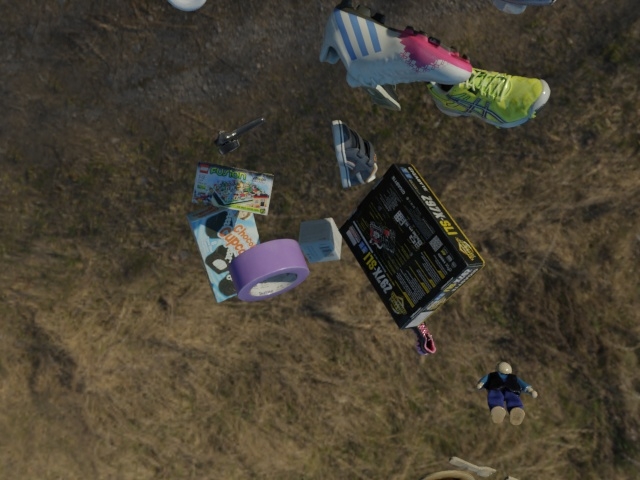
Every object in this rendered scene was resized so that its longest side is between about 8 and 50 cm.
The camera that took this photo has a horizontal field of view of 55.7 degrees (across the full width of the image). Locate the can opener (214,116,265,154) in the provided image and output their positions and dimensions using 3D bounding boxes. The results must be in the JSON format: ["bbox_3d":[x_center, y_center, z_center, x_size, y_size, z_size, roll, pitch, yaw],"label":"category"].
[{"bbox_3d":[-0.262,-0.351,1.967,0.186,0.059,0.073,-34,112,-7],"label":"can opener"}]

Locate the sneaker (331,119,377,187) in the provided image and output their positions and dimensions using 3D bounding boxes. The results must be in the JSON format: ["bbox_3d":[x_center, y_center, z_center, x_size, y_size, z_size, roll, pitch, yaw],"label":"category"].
[{"bbox_3d":[0.109,-0.280,1.915,0.127,0.126,0.321,-9,158,6],"label":"sneaker"}]

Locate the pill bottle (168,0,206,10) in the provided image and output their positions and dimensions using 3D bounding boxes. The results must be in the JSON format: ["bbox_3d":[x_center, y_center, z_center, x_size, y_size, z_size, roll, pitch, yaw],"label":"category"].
[{"bbox_3d":[-0.276,-0.587,1.331,0.103,0.184,0.103,4,133,5],"label":"pill bottle"}]

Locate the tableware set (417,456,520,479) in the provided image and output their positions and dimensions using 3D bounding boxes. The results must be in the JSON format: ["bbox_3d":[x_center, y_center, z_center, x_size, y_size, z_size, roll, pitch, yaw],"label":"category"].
[{"bbox_3d":[0.213,0.368,0.842,0.194,0.039,0.128,27,124,-25],"label":"tableware set"}]

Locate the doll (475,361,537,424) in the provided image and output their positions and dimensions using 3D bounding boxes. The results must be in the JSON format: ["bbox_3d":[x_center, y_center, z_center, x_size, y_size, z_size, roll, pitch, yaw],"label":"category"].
[{"bbox_3d":[0.404,0.326,1.316,0.129,0.189,0.046,2,110,11],"label":"doll"}]

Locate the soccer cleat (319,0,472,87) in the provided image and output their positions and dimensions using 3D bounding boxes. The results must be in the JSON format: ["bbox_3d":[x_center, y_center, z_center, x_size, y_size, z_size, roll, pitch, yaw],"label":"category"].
[{"bbox_3d":[0.129,-0.329,1.117,0.116,0.331,0.143,0,121,-48],"label":"soccer cleat"}]

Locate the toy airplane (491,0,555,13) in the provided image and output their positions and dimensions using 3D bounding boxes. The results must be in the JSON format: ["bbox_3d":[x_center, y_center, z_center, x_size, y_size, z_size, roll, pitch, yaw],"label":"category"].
[{"bbox_3d":[0.313,-0.513,0.897,0.386,0.272,0.384,11,155,-33],"label":"toy airplane"}]

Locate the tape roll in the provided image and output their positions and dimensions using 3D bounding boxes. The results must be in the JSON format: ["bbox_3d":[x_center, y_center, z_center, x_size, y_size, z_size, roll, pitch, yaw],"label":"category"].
[{"bbox_3d":[-0.128,0.076,1.509,0.189,0.080,0.189,-19,159,-8],"label":"tape roll"}]

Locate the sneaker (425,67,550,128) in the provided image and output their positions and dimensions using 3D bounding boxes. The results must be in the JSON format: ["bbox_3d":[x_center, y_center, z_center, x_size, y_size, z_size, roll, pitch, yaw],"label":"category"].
[{"bbox_3d":[0.452,-0.412,1.705,0.147,0.145,0.384,27,172,-42],"label":"sneaker"}]

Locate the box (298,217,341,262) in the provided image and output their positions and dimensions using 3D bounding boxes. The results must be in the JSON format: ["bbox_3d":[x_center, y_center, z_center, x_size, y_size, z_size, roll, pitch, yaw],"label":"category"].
[{"bbox_3d":[0.000,0.000,1.773,0.102,0.087,0.101,-7,144,19],"label":"box"}]

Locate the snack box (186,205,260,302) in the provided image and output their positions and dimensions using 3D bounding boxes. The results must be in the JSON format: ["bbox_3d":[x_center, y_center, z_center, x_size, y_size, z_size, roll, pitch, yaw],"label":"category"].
[{"bbox_3d":[-0.281,0.027,1.886,0.187,0.060,0.322,-23,129,-16],"label":"snack box"}]

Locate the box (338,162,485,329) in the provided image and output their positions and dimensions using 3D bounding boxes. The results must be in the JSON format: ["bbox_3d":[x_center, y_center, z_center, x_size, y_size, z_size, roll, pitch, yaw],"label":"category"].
[{"bbox_3d":[0.207,0.012,1.473,0.079,0.322,0.257,-4,143,-43],"label":"box"}]

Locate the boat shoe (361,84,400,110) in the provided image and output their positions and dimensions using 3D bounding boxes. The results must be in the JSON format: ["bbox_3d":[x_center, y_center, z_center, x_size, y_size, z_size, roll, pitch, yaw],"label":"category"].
[{"bbox_3d":[0.167,-0.389,1.550,0.084,0.079,0.233,20,179,21],"label":"boat shoe"}]

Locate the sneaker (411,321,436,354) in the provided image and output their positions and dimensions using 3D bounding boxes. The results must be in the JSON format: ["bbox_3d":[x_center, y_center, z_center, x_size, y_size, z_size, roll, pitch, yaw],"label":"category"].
[{"bbox_3d":[0.261,0.235,1.535,0.047,0.119,0.057,-22,-175,-19],"label":"sneaker"}]

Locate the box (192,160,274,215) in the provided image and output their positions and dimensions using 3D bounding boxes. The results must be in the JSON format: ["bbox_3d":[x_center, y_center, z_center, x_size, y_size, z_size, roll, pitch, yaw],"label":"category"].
[{"bbox_3d":[-0.238,-0.142,1.654,0.207,0.036,0.114,9,99,-4],"label":"box"}]
